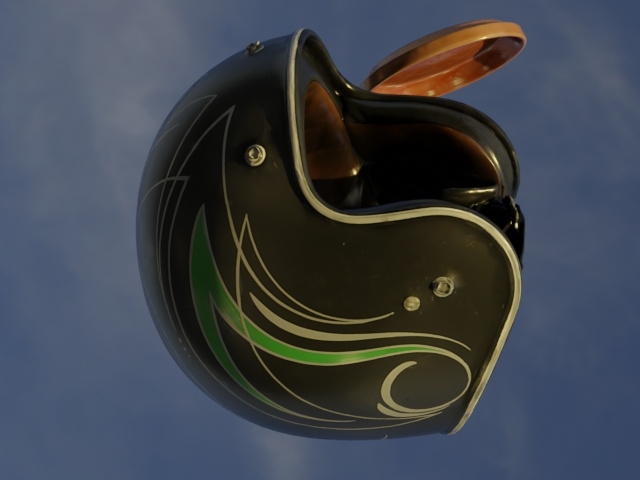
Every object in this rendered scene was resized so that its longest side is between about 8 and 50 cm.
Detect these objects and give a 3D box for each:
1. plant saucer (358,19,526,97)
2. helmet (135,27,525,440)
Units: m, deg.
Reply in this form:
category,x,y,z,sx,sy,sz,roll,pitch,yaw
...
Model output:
category,x,y,z,sx,sy,sz,roll,pitch,yaw
plant saucer,0.057,-0.085,0.777,0.083,0.083,0.013,-25,-101,31
helmet,0.000,0.000,0.703,0.161,0.169,0.169,17,-76,-3
